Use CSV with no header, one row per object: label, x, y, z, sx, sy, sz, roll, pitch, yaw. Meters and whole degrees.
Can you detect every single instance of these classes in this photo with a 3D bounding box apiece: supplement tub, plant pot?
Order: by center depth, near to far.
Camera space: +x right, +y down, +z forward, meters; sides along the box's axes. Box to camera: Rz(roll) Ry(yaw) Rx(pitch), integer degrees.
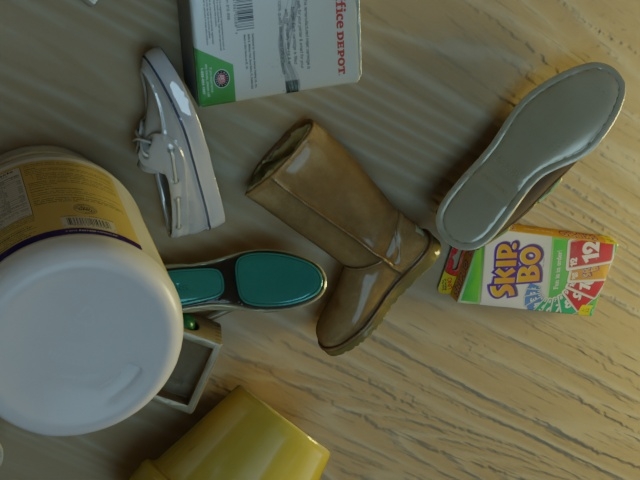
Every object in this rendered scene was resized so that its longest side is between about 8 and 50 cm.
supplement tub,-0.306,0.043,1.484,0.241,0.331,0.241,-8,118,-16
plant pot,-0.120,0.342,1.776,0.254,0.254,0.239,40,82,-32

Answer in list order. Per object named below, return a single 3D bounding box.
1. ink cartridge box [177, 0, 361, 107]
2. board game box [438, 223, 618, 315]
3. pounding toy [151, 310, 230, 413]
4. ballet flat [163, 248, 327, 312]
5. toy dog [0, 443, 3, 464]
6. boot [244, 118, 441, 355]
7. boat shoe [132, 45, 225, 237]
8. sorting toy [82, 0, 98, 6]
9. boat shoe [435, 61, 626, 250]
ink cartridge box,-0.062,-0.259,1.561,0.208,0.087,0.153,-10,119,-15
board game box,0.306,0.041,1.886,0.259,0.039,0.124,8,112,-20
pounding toy,-0.189,0.140,1.728,0.130,0.100,0.141,21,106,-13
ballet flat,-0.117,0.058,1.692,0.248,0.086,0.086,0,117,-4
toy dog,-0.583,0.231,1.614,0.334,0.161,0.220,-19,119,-28
boot,0.000,0.000,1.727,0.269,0.089,0.236,38,96,-29
boat shoe,-0.188,-0.112,1.587,0.084,0.095,0.258,-23,121,-13
sorting toy,-0.280,-0.318,1.494,0.083,0.012,0.062,36,100,-31
boat shoe,0.287,-0.112,1.762,0.116,0.097,0.324,43,93,9
